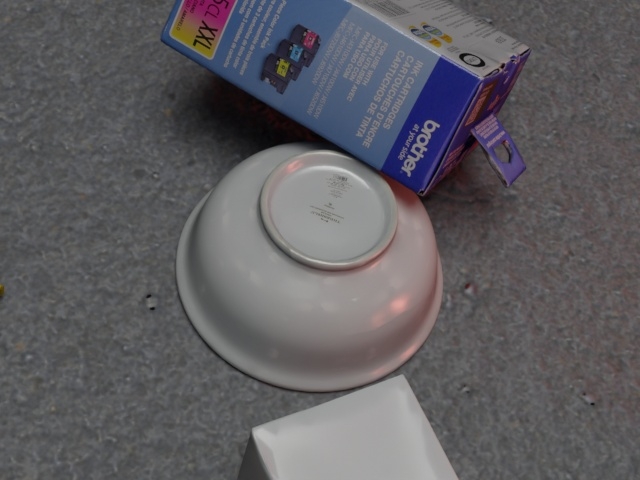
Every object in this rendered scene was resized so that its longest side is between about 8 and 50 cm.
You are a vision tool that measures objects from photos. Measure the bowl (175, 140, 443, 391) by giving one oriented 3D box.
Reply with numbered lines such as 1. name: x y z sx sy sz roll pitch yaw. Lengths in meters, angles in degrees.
1. bowl: 0.000 0.000 1.185 0.298 0.134 0.297 5 58 -8

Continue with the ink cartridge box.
1. ink cartridge box: 0.065 -0.202 1.248 0.396 0.151 0.270 30 24 11

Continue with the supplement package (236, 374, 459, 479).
1. supplement package: 0.031 0.260 0.987 0.149 0.203 0.194 -17 64 -20

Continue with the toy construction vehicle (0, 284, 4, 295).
1. toy construction vehicle: -0.369 0.082 1.127 0.086 0.035 0.098 4 55 5
